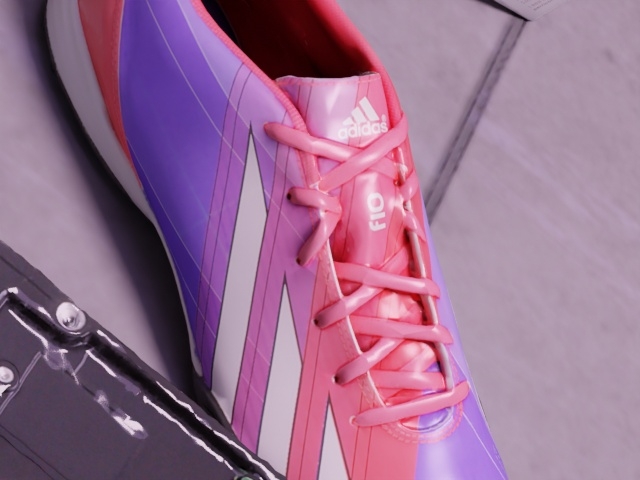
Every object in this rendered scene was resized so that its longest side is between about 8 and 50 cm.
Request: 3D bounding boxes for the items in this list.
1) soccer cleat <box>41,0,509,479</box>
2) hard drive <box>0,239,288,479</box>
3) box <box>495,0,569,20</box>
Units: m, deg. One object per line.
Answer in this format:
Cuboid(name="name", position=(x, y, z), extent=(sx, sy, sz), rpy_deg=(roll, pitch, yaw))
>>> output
Cuboid(name="soccer cleat", position=(0.000, 0.000, 0.766), extent=(0.109, 0.116, 0.318), rpy_deg=(-18, 76, -43))
Cuboid(name="hard drive", position=(-0.068, 0.172, 0.648), extent=(0.339, 0.064, 0.237), rpy_deg=(40, 47, -12))
Cuboid(name="box", position=(0.076, -0.205, 0.945), extent=(0.170, 0.091, 0.130), rpy_deg=(22, 52, -43))
